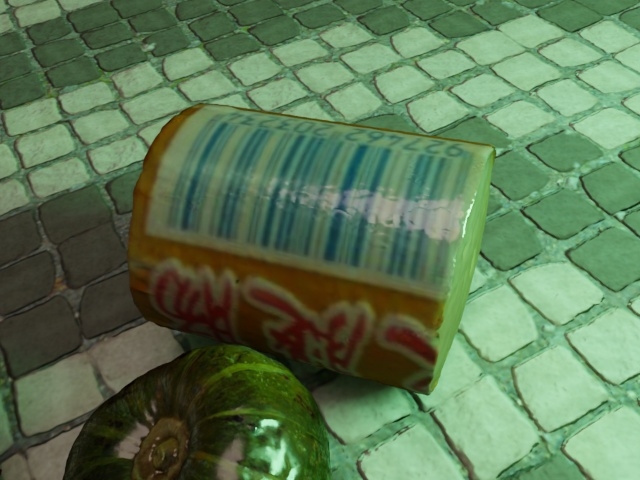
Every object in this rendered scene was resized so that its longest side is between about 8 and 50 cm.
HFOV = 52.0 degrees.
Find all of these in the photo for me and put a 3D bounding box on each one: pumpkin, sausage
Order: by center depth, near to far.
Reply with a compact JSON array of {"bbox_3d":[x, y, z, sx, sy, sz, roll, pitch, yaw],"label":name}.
[{"bbox_3d":[-0.089,0.187,0.509,0.218,0.162,0.219,-23,39,20],"label":"pumpkin"},{"bbox_3d":[0.000,0.000,0.616,0.286,0.233,0.233,11,49,15],"label":"sausage"}]

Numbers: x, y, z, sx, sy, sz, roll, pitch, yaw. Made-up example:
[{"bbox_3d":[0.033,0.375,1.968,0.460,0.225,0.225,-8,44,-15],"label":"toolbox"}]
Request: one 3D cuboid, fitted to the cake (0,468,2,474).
[{"bbox_3d":[-0.400,0.166,0.574,0.220,0.117,0.086,24,62,22],"label":"cake"}]
